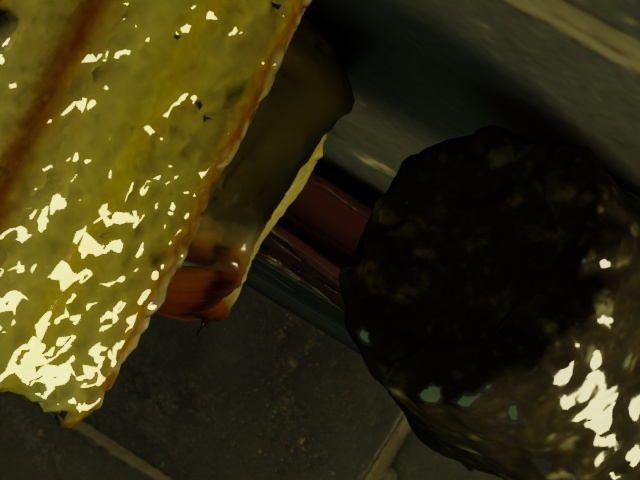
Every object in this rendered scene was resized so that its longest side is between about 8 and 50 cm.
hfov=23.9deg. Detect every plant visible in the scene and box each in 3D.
[{"bbox_3d":[0.099,0.043,0.614,0.132,0.129,0.194,30,171,42],"label":"plant"}]

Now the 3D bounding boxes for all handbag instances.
[{"bbox_3d":[0.002,-0.002,1.020,0.216,0.074,0.203,34,174,2],"label":"handbag"}]

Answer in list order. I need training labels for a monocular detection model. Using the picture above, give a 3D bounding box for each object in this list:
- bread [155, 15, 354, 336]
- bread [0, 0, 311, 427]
[{"bbox_3d":[-0.152,-0.092,0.730,0.333,0.143,0.323,32,173,2],"label":"bread"},{"bbox_3d":[-0.115,-0.077,0.450,0.111,0.184,0.234,29,177,-41],"label":"bread"}]
